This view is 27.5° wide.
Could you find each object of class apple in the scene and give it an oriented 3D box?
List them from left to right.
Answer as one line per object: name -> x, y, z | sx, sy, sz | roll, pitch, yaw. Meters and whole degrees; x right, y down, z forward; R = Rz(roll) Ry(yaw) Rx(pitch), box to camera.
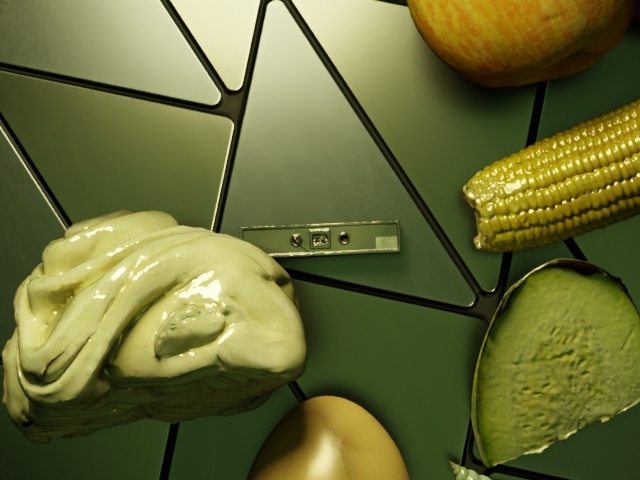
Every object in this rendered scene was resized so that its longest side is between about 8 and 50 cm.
apple -> 0.228, -0.287, 1.464 | 0.264, 0.264, 0.264 | 0, 88, 2

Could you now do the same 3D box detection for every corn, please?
corn -> 0.331, -0.084, 1.516 | 0.344, 0.131, 0.131 | -21, 87, 3

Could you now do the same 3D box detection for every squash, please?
squash -> 0.263, 0.136, 1.502 | 0.236, 0.155, 0.204 | -26, 86, 0

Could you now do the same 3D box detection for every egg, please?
egg -> 0.008, 0.299, 1.481 | 0.201, 0.201, 0.245 | 0, 87, 2

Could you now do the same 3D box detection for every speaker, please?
speaker -> 0.000, 0.000, 1.568 | 0.191, 0.046, 0.040 | -2, 89, 3

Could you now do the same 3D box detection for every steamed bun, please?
steamed bun -> -0.204, 0.077, 1.444 | 0.394, 0.346, 0.238 | -16, 72, 26

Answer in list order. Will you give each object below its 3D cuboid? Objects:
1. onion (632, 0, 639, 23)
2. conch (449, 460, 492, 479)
onion -> 0.401, -0.316, 1.526 | 0.131, 0.131, 0.131 | 0, 88, 2
conch -> 0.201, 0.332, 1.539 | 0.088, 0.065, 0.180 | -38, 93, 0
